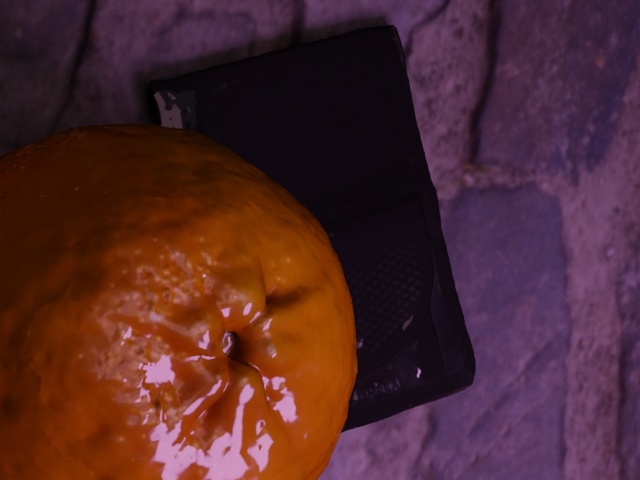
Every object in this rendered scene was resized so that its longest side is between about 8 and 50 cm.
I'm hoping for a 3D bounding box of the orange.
[{"bbox_3d":[-0.134,0.083,1.393,0.341,0.293,0.340,1,87,-30],"label":"orange"}]

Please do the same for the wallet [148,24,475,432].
[{"bbox_3d":[0.000,0.000,1.623,0.247,0.041,0.323,-17,96,-31],"label":"wallet"}]
